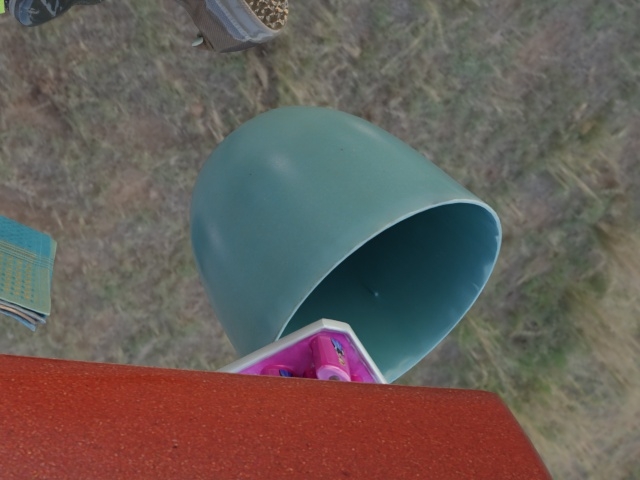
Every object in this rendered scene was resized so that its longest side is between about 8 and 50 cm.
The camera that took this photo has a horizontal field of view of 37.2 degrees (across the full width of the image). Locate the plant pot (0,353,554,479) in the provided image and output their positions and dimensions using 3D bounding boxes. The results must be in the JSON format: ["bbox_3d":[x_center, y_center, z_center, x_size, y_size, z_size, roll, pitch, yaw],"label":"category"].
[{"bbox_3d":[-0.026,0.217,0.317,0.267,0.236,0.267,8,108,-24],"label":"plant pot"}]

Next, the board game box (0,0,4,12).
[{"bbox_3d":[-0.435,-0.342,0.898,0.233,0.078,0.347,-16,157,-21],"label":"board game box"}]

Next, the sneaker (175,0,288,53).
[{"bbox_3d":[-0.096,-0.183,0.545,0.071,0.066,0.188,-13,126,36],"label":"sneaker"}]

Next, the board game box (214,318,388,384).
[{"bbox_3d":[-0.062,0.292,0.762,0.390,0.050,0.390,-27,117,11],"label":"board game box"}]

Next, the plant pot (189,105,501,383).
[{"bbox_3d":[0.000,0.000,0.991,0.293,0.235,0.293,-28,146,-21],"label":"plant pot"}]

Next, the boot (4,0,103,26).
[{"bbox_3d":[-0.370,-0.372,1.225,0.236,0.178,0.085,-48,167,-50],"label":"boot"}]

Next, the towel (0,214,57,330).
[{"bbox_3d":[-0.581,-0.005,1.427,0.370,0.271,0.040,24,110,-22],"label":"towel"}]
